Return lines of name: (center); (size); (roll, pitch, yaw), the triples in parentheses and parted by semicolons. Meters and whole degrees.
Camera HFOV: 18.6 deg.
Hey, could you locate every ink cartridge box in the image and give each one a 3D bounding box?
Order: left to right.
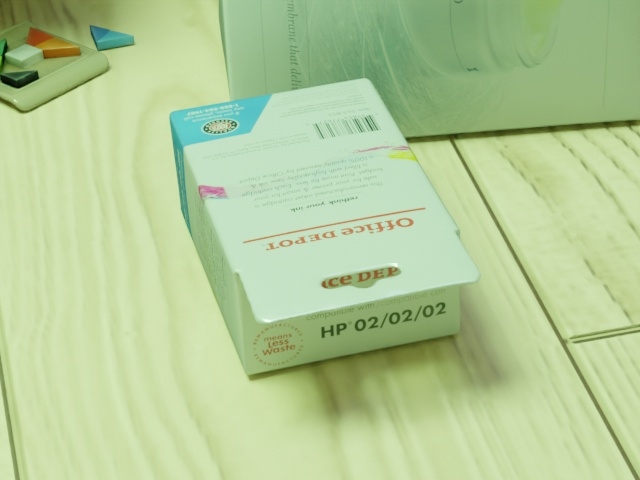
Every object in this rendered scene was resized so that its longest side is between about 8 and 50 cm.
ink cartridge box: (0.000, 0.000, 0.905); (0.104, 0.061, 0.181); (-11, 35, -10)

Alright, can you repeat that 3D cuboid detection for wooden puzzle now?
wooden puzzle: (-0.168, -0.101, 1.105); (0.079, 0.014, 0.116); (22, 41, 30)

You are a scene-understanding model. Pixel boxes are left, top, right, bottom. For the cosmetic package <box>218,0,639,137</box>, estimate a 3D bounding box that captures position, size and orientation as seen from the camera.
cosmetic package: (0.055, -0.180, 1.018); (0.225, 0.224, 0.138); (-6, 34, -3)
